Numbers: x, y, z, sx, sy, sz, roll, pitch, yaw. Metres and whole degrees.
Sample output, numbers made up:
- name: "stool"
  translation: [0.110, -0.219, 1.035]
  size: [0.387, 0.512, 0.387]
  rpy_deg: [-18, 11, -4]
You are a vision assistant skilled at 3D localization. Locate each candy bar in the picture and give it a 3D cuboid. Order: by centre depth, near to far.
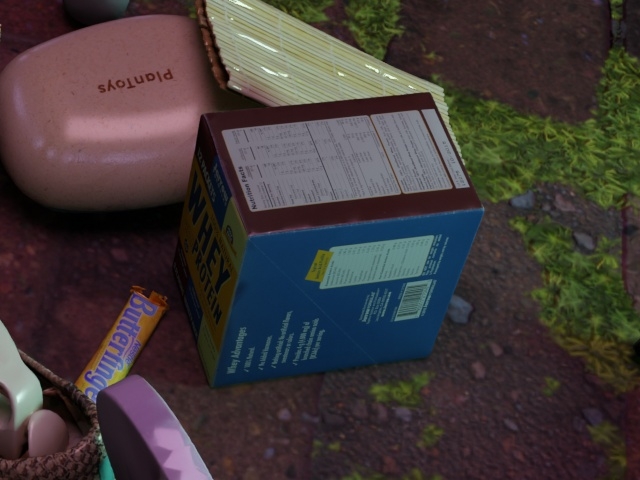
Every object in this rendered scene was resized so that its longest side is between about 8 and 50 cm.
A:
- name: "candy bar"
  translation: [-0.173, 0.098, 1.525]
  size: [0.040, 0.018, 0.161]
  rpy_deg: [23, 49, 7]

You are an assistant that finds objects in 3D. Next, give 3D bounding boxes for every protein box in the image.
- name: "protein box"
  translation: [0.000, 0.000, 1.530]
  size: [0.201, 0.200, 0.136]
  rpy_deg: [-7, 51, -19]

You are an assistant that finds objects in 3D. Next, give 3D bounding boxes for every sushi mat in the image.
- name: "sushi mat"
  translation: [0.015, -0.141, 1.673]
  size: [0.316, 0.019, 0.151]
  rpy_deg: [22, 40, -40]

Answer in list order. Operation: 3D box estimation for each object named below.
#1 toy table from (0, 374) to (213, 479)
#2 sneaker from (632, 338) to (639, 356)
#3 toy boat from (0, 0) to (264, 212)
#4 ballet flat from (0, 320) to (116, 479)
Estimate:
- name: "toy table"
  translation: [-0.138, 0.247, 1.241]
  size: [0.161, 0.252, 0.274]
  rpy_deg: [-26, 92, -21]
- name: "sneaker"
  translation: [0.345, 0.135, 1.590]
  size: [0.178, 0.072, 0.077]
  rpy_deg: [31, 60, 20]
- name: "toy boat"
  translation: [-0.176, -0.158, 1.681]
  size: [0.267, 0.148, 0.318]
  rpy_deg: [-9, 60, -15]
- name: "ballet flat"
  translation: [-0.350, 0.057, 1.406]
  size: [0.483, 0.182, 0.164]
  rpy_deg: [30, 50, 13]
